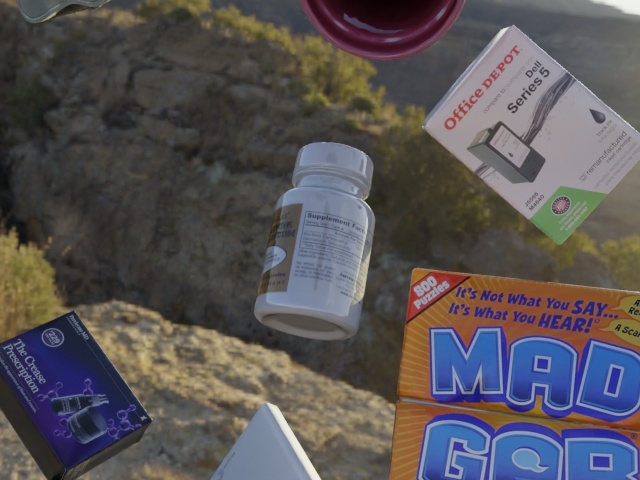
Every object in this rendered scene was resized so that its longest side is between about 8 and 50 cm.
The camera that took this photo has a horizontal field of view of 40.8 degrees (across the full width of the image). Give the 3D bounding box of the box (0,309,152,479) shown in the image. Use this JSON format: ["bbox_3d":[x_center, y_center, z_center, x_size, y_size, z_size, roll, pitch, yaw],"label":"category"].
[{"bbox_3d":[-0.457,0.281,1.543,0.184,0.103,0.261,-26,70,-43],"label":"box"}]

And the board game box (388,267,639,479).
[{"bbox_3d":[0.301,0.256,1.286,0.356,0.356,0.356,6,-8,10],"label":"board game box"}]

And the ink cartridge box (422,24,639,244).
[{"bbox_3d":[0.317,-0.159,1.295,0.273,0.198,0.115,40,11,-2],"label":"ink cartridge box"}]

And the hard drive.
[{"bbox_3d":[-0.105,0.527,1.766,0.047,0.233,0.353,29,10,-33],"label":"hard drive"}]

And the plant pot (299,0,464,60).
[{"bbox_3d":[0.081,-0.341,1.050,0.201,0.201,0.180,9,30,5],"label":"plant pot"}]

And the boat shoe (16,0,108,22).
[{"bbox_3d":[-0.429,-0.469,1.544,0.302,0.114,0.091,0,24,37],"label":"boat shoe"}]

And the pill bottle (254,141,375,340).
[{"bbox_3d":[0.000,0.000,1.087,0.131,0.229,0.131,9,-20,3],"label":"pill bottle"}]
